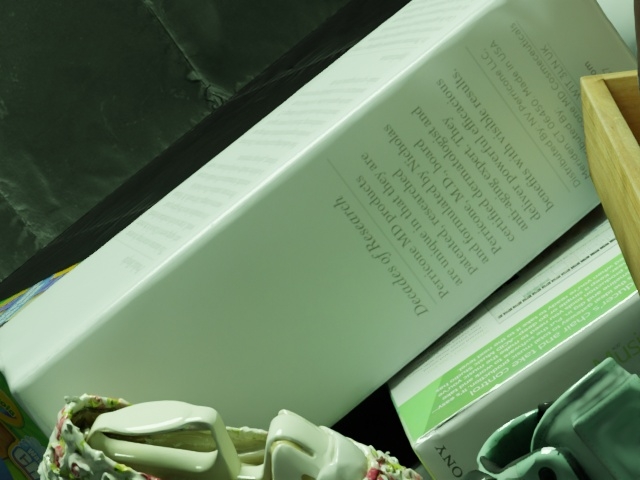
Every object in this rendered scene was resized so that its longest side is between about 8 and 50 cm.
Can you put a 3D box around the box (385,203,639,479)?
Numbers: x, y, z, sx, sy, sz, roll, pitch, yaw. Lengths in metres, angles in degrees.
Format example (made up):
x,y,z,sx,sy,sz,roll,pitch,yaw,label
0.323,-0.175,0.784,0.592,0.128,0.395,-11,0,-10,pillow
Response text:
x,y,z,sx,sy,sz,roll,pitch,yaw,label
0.146,0.045,1.124,0.232,0.058,0.322,-34,11,3,box

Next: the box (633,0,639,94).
x,y,z,sx,sy,sz,roll,pitch,yaw,label
0.266,-0.158,0.831,0.168,0.203,0.167,9,24,44,box

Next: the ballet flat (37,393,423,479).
x,y,z,sx,sy,sz,roll,pitch,yaw,label
-0.048,0.134,0.965,0.241,0.077,0.091,4,32,4,ballet flat

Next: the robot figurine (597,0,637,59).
x,y,z,sx,sy,sz,roll,pitch,yaw,label
0.315,-0.223,1.260,0.353,0.300,0.200,-22,54,-3,robot figurine

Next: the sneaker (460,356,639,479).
x,y,z,sx,sy,sz,roll,pitch,yaw,label
0.149,0.117,0.610,0.094,0.151,0.256,-39,14,-27,sneaker

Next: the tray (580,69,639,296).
x,y,z,sx,sy,sz,roll,pitch,yaw,label
0.259,-0.024,0.870,0.203,0.076,0.411,-6,17,5,tray

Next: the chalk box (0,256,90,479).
x,y,z,sx,sy,sz,roll,pitch,yaw,label
-0.219,0.136,1.444,0.289,0.180,0.179,-24,16,45,chalk box

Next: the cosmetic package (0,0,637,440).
x,y,z,sx,sy,sz,roll,pitch,yaw,label
0.000,0.000,1.165,0.453,0.161,0.230,-39,12,-8,cosmetic package
